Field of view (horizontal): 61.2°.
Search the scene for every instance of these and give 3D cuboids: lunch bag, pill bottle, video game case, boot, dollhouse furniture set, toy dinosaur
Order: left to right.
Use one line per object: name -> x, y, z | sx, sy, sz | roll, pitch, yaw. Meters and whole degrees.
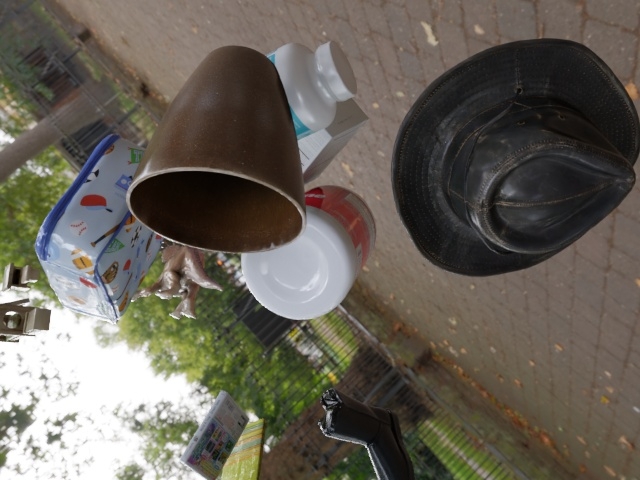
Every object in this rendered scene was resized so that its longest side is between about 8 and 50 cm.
dollhouse furniture set -> -0.599, 0.104, 1.045 | 0.101, 0.160, 0.182 | 15, 154, -42
lunch bag -> -0.331, -0.013, 0.872 | 0.115, 0.243, 0.303 | 22, 150, -5
toy dinosaur -> -0.310, 0.061, 1.217 | 0.127, 0.200, 0.296 | 36, 150, -29
video game case -> -0.200, 0.384, 1.049 | 0.019, 0.143, 0.157 | 18, 149, 23
pill bottle -> -0.076, -0.229, 0.900 | 0.146, 0.264, 0.146 | 44, -144, -44
pill bottle -> 0.000, 0.000, 1.217 | 0.229, 0.229, 0.407 | 48, -159, -1
boot -> 0.097, 0.469, 1.245 | 0.207, 0.094, 0.246 | 24, -149, -22

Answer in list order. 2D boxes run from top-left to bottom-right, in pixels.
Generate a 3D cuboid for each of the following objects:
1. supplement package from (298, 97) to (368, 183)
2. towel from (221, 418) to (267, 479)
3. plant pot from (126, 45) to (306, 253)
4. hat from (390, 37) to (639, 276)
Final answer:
supplement package -> -0.035, -0.227, 1.207 | 0.133, 0.139, 0.244 | 51, 138, 4
towel -> -0.163, 0.487, 1.114 | 0.021, 0.102, 0.237 | 50, -155, -30
plant pot -> -0.116, -0.131, 0.706 | 0.216, 0.230, 0.215 | 4, 154, 2
hat -> 0.258, -0.075, 0.628 | 0.331, 0.331, 0.134 | 51, -176, -24
